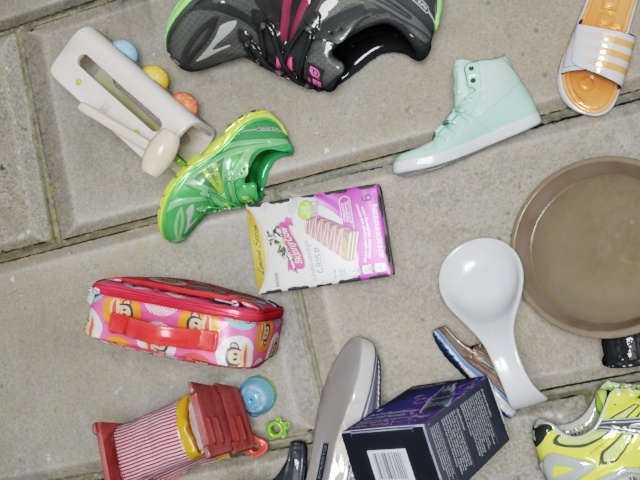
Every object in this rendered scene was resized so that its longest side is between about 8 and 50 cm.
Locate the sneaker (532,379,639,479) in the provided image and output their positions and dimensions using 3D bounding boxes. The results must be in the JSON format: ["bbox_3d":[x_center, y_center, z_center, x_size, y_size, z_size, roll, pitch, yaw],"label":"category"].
[{"bbox_3d":[0.503,0.268,0.909,0.385,0.145,0.147,-30,83,6],"label":"sneaker"}]

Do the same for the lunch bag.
[{"bbox_3d":[-0.222,0.133,0.993,0.293,0.258,0.120,9,89,11],"label":"lunch bag"}]

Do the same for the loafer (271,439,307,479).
[{"bbox_3d":[-0.074,0.447,1.042,0.078,0.076,0.223,14,94,3],"label":"loafer"}]

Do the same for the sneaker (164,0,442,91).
[{"bbox_3d":[-0.038,-0.349,1.022,0.483,0.185,0.202,-7,82,11],"label":"sneaker"}]

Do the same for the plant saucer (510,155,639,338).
[{"bbox_3d":[0.428,0.010,0.931,0.278,0.041,0.278,-11,74,40],"label":"plant saucer"}]

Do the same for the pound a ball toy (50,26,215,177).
[{"bbox_3d":[-0.315,-0.243,1.056,0.319,0.208,0.136,41,95,11],"label":"pound a ball toy"}]

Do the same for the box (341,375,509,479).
[{"bbox_3d":[0.161,0.293,0.917,0.153,0.207,0.108,-21,86,39],"label":"box"}]

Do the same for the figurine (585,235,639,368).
[{"bbox_3d":[0.532,0.079,0.945,0.215,0.092,0.209,-9,81,9],"label":"figurine"}]

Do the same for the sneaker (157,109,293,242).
[{"bbox_3d":[-0.169,-0.098,1.071,0.295,0.109,0.123,-45,77,5],"label":"sneaker"}]

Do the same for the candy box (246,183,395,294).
[{"bbox_3d":[0.000,0.000,1.053,0.233,0.071,0.159,-10,86,11],"label":"candy box"}]

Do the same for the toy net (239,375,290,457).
[{"bbox_3d":[-0.168,0.343,1.084,0.232,0.045,0.122,-34,84,9],"label":"toy net"}]

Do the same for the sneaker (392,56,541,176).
[{"bbox_3d":[0.216,-0.208,1.010,0.256,0.094,0.151,-24,89,-1],"label":"sneaker"}]

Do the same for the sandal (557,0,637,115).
[{"bbox_3d":[0.454,-0.337,0.981,0.102,0.076,0.265,13,90,11],"label":"sandal"}]

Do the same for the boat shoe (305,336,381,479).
[{"bbox_3d":[0.078,0.342,1.013,0.158,0.127,0.340,20,77,-20],"label":"boat shoe"}]

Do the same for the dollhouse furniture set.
[{"bbox_3d":[-0.190,0.427,0.943,0.201,0.152,0.374,-27,67,13],"label":"dollhouse furniture set"}]

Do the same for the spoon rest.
[{"bbox_3d":[0.272,0.118,0.953,0.137,0.084,0.276,-25,60,19],"label":"spoon rest"}]

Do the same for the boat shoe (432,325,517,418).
[{"bbox_3d":[0.263,0.201,1.003,0.066,0.066,0.183,-43,83,-6],"label":"boat shoe"}]
